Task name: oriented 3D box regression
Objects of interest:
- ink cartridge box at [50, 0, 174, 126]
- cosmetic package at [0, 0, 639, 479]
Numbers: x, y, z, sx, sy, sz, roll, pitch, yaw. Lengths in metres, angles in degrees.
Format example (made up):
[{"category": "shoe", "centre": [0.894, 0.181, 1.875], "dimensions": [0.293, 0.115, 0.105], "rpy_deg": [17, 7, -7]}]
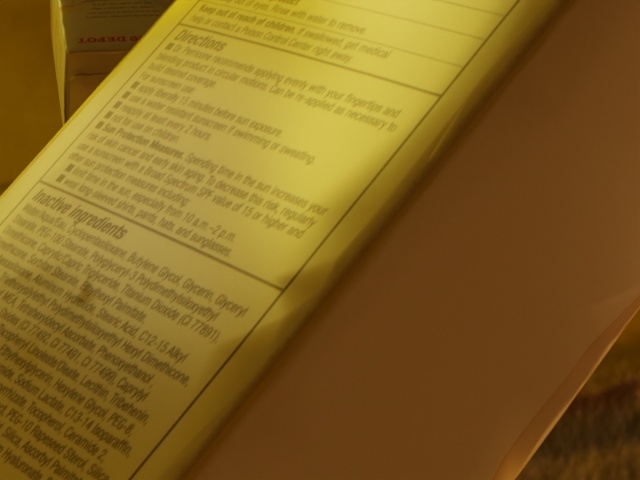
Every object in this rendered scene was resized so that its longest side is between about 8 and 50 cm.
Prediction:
[{"category": "ink cartridge box", "centre": [-0.204, -0.195, 1.610], "dimensions": [0.128, 0.127, 0.176], "rpy_deg": [-3, 44, -12]}, {"category": "cosmetic package", "centre": [0.000, 0.000, 0.493], "dimensions": [0.309, 0.113, 0.160], "rpy_deg": [-50, 41, -15]}]
